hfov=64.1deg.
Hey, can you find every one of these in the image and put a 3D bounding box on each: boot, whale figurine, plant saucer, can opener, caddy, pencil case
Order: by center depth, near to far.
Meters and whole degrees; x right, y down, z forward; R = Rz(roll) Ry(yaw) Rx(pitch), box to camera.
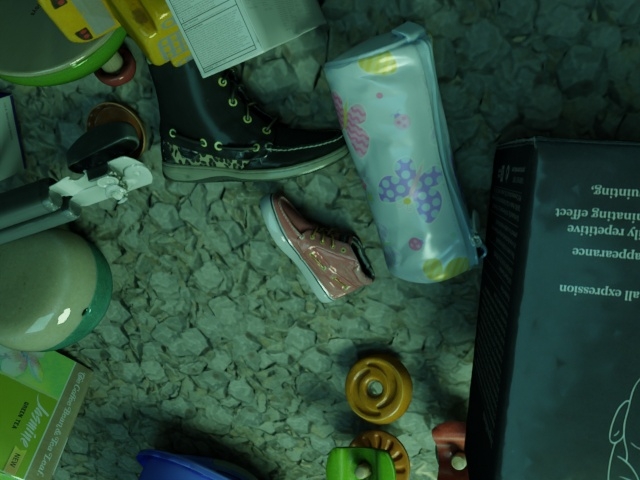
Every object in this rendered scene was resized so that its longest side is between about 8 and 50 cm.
[{"bbox_3d":[0.096,-0.086,0.559,0.114,0.124,0.273,-29,111,-21],"label":"pencil case"},{"bbox_3d":[-0.092,-0.161,0.587,0.237,0.085,0.178,-2,114,14],"label":"boot"},{"bbox_3d":[-0.351,-0.063,0.667,0.281,0.074,0.093,-22,69,5],"label":"can opener"},{"bbox_3d":[-0.269,-0.142,0.676,0.084,0.013,0.083,6,118,10],"label":"plant saucer"},{"bbox_3d":[-0.427,0.055,0.755,0.272,0.141,0.216,20,81,22],"label":"whale figurine"},{"bbox_3d":[-0.183,0.480,0.890,0.341,0.179,0.241,27,143,-2],"label":"caddy"}]

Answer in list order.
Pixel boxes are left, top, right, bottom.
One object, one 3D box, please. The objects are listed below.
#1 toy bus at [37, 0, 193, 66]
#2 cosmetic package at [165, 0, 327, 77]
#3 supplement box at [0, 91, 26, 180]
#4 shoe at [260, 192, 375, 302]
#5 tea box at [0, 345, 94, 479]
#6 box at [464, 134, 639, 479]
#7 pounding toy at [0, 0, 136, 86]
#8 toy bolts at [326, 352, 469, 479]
[{"bbox_3d":[-0.237,-0.310,0.469,0.130,0.108,0.332,-32,89,-8],"label":"toy bus"},{"bbox_3d":[-0.060,-0.222,0.459,0.061,0.239,0.098,-15,112,20],"label":"cosmetic package"},{"bbox_3d":[-0.535,-0.146,0.678,0.220,0.114,0.111,11,119,9],"label":"supplement box"},{"bbox_3d":[0.000,0.000,0.664,0.081,0.063,0.178,-24,115,21],"label":"shoe"},{"bbox_3d":[-0.620,0.289,0.819,0.329,0.220,0.323,-34,124,25],"label":"tea box"},{"bbox_3d":[0.316,0.106,0.501,0.294,0.212,0.395,5,99,10],"label":"box"},{"bbox_3d":[-0.308,-0.215,0.586,0.237,0.110,0.183,-39,71,-9],"label":"pounding toy"},{"bbox_3d":[0.147,0.284,0.765,0.229,0.158,0.218,-2,76,24],"label":"toy bolts"}]
